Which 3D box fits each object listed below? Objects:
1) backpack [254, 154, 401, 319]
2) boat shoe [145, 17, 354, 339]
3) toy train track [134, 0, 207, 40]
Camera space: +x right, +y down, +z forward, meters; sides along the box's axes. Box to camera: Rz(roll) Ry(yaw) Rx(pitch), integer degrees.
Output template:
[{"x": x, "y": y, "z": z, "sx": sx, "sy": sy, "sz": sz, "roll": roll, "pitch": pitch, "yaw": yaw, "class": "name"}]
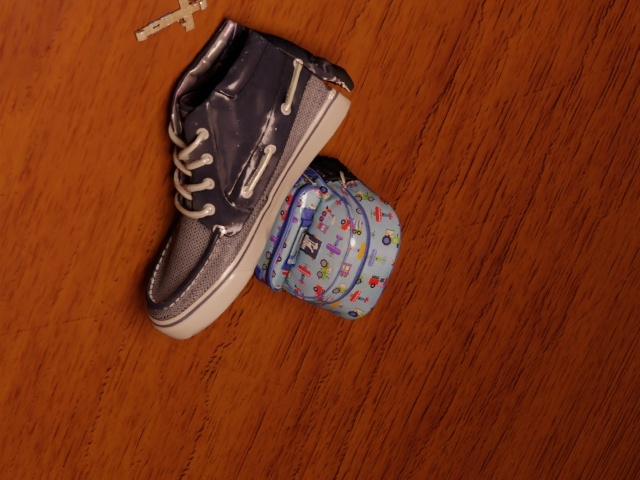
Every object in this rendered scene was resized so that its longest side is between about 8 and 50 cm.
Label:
[{"x": 0.000, "y": 0.000, "z": 1.864, "sx": 0.117, "sy": 0.173, "sz": 0.158, "roll": 10, "pitch": 112, "yaw": -42, "class": "backpack"}, {"x": -0.118, "y": -0.071, "z": 1.774, "sx": 0.158, "sy": 0.127, "sz": 0.341, "roll": 32, "pitch": 88, "yaw": -40, "class": "boat shoe"}, {"x": -0.148, "y": -0.222, "z": 1.711, "sx": 0.083, "sy": 0.014, "sz": 0.048, "roll": -30, "pitch": 133, "yaw": -19, "class": "toy train track"}]
